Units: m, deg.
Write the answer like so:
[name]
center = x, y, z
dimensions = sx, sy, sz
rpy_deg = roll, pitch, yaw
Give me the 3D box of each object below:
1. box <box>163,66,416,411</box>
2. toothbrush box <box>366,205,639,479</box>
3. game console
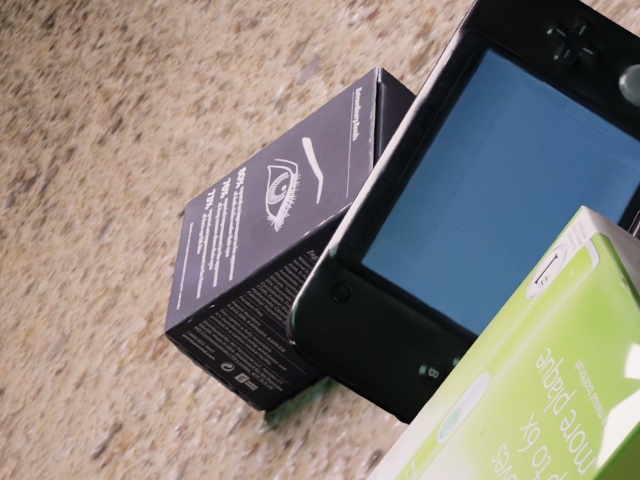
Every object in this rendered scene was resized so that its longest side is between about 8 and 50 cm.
[box]
center = 0.000, 0.000, 1.327
dimensions = 0.207, 0.108, 0.153
rpy_deg = -33, 31, 29
[toothbrush box]
center = 0.100, 0.155, 0.857
dimensions = 0.283, 0.122, 0.206
rpy_deg = -54, 14, 17
[game console]
center = 0.162, -0.014, 1.046
dimensions = 0.293, 0.250, 0.173
rpy_deg = -59, 2, -19
